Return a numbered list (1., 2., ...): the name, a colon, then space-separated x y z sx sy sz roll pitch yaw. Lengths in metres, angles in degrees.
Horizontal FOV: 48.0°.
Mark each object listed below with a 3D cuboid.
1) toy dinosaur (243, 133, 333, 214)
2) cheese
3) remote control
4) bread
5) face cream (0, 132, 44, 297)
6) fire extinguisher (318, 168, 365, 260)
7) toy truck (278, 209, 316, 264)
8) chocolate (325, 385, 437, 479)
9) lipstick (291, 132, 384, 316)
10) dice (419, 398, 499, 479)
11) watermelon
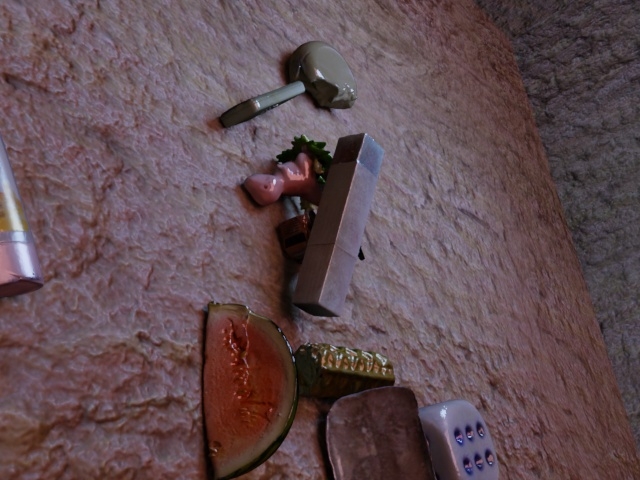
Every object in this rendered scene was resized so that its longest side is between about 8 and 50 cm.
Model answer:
1. toy dinosaur: -0.048 -0.127 1.499 0.194 0.152 0.177 37 49 -25
2. cheese: -0.002 -0.420 1.813 0.202 0.091 0.175 1 67 -53
3. remote control: -0.121 -0.295 1.547 0.038 0.098 0.233 64 32 -10
4. bread: 0.054 0.260 1.407 0.269 0.087 0.098 18 53 -47
5. face cream: -0.446 -0.055 0.946 0.107 0.073 0.269 -6 74 -48
6. fire extinguisher: 0.057 -0.064 1.669 0.099 0.071 0.231 36 33 -80
7. toy truck: 0.000 0.000 1.521 0.192 0.083 0.092 13 62 -51
8. chocolate: 0.117 0.428 1.322 0.100 0.185 0.303 63 15 -72
9. lipstick: 0.038 -0.034 1.430 0.076 0.079 0.372 35 63 -41
10. dice: 0.227 0.432 1.433 0.193 0.191 0.194 13 56 -52
11. watermelon: -0.092 0.240 1.178 0.159 0.128 0.304 27 47 -42
